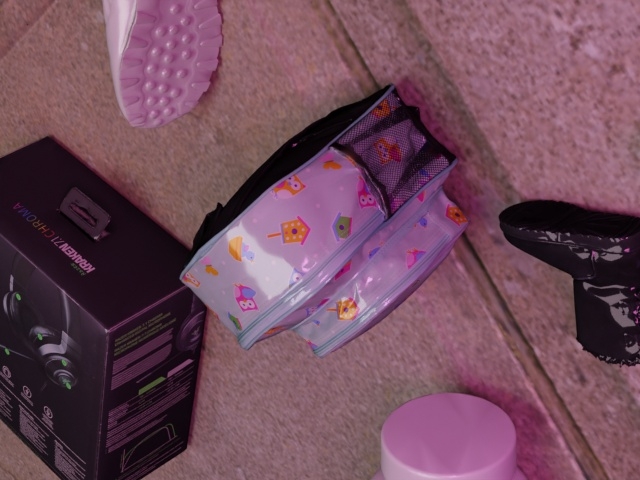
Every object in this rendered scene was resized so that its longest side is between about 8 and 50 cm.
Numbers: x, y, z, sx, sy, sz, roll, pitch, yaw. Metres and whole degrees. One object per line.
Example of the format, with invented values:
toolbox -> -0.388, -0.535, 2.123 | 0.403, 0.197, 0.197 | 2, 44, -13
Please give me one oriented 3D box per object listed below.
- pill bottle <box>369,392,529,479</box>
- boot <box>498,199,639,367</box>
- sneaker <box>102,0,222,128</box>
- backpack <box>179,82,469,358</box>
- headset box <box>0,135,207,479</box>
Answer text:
pill bottle -> 0.102, 0.246, 1.116 | 0.136, 0.136, 0.245 | 23, 130, 37
boot -> 0.178, 0.028, 0.961 | 0.121, 0.045, 0.099 | 12, 126, 42
sneaker -> -0.139, -0.201, 1.138 | 0.095, 0.090, 0.235 | 41, 137, 41
backpack -> 0.000, 0.000, 1.019 | 0.144, 0.188, 0.166 | 56, 142, 4
headset box -> -0.244, 0.073, 1.390 | 0.246, 0.131, 0.283 | 37, 138, 26
